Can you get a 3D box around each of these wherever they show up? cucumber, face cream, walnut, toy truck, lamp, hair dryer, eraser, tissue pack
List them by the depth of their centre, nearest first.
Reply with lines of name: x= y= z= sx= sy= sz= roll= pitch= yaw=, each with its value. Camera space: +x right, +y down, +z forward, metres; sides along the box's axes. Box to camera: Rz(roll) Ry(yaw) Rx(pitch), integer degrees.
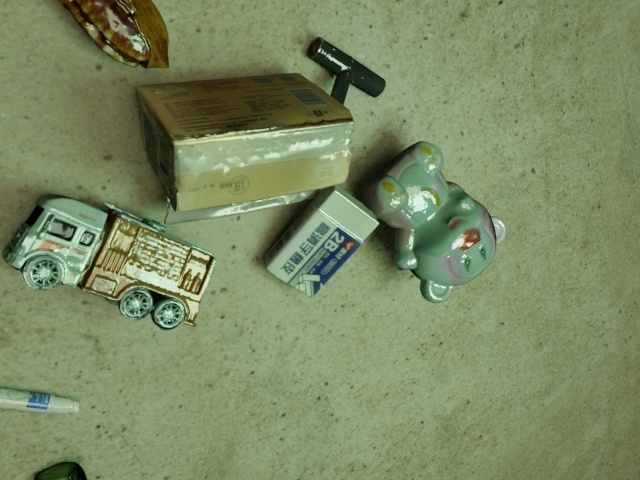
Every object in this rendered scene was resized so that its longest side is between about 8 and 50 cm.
walnut: x=-0.309 y=-0.343 z=0.805 sx=0.115 sy=0.116 sz=0.207 roll=-50 pitch=122 yaw=-10
toy truck: x=-0.335 y=0.029 z=0.875 sx=0.306 sy=0.136 sz=0.162 roll=27 pitch=82 yaw=-35
tissue pack: x=-0.131 y=-0.144 z=0.906 sx=0.306 sy=0.239 sz=0.238 roll=-13 pitch=109 yaw=-27
face cream: x=-0.484 y=0.280 z=0.911 sx=0.130 sy=0.034 sz=0.034 roll=21 pitch=92 yaw=-32
cucumber: x=-0.441 y=0.495 z=0.967 sx=0.085 sy=0.116 sz=0.192 roll=-51 pitch=129 yaw=-62
hair dryer: x=0.050 y=-0.272 z=1.019 sx=0.173 sy=0.050 sz=0.194 roll=19 pitch=63 yaw=-32
eraser: x=0.000 y=0.000 z=1.048 sx=0.125 sy=0.068 sz=0.210 roll=36 pitch=106 yaw=-22
lamp: x=0.226 y=-0.037 z=1.140 sx=0.247 sy=0.247 sz=0.301 roll=-45 pitch=98 yaw=-17
